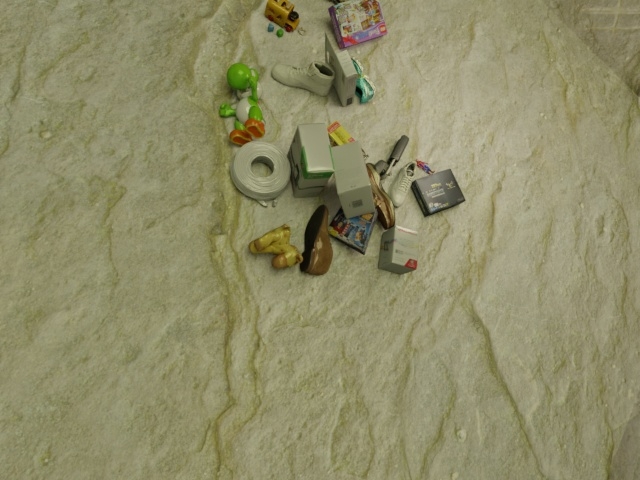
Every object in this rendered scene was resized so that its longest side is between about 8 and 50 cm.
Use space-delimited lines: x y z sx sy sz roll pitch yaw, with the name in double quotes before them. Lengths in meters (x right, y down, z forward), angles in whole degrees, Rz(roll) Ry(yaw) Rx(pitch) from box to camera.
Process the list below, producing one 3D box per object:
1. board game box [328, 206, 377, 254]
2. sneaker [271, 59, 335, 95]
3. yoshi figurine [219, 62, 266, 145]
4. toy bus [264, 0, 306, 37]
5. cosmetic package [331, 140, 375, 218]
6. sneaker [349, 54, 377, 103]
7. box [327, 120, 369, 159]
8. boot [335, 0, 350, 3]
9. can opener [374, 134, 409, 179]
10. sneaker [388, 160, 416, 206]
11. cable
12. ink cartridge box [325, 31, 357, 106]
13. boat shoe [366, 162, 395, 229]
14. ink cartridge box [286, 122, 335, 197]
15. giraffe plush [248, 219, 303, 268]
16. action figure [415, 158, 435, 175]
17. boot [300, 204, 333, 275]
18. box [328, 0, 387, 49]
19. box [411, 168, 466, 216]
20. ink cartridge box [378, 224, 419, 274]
"board game box" 0.156 -0.068 1.806 0.194 0.060 0.194 30 81 21
"sneaker" -0.075 -0.790 1.928 0.292 0.169 0.108 13 73 -13
"yoshi figurine" -0.336 -0.609 1.779 0.203 0.203 0.363 -1 69 -9
"toy bus" -0.171 -1.114 2.025 0.202 0.104 0.191 -16 80 -21
"cosmetic package" 0.133 -0.249 1.725 0.138 0.224 0.225 -15 65 6
"sneaker" 0.168 -0.803 2.050 0.109 0.107 0.275 -36 88 -15
"box" 0.118 -0.448 1.948 0.087 0.058 0.232 -42 89 -23
"boot" 0.078 -1.273 2.170 0.164 0.077 0.214 4 72 -15
"can opener" 0.344 -0.403 2.000 0.093 0.074 0.281 35 67 -5
"sneaker" 0.394 -0.271 1.968 0.090 0.095 0.235 24 70 -12
"cable" -0.255 -0.299 1.767 0.256 0.089 0.257 27 68 -9
"ink cartridge box" 0.091 -0.793 1.924 0.060 0.275 0.239 -21 82 -3
"boat shoe" 0.234 -0.194 1.889 0.119 0.123 0.324 -18 74 -14
"ink cartridge box" -0.049 -0.324 1.734 0.121 0.289 0.211 -7 77 -16
"giraffe plush" -0.162 0.040 1.663 0.210 0.181 0.171 -29 96 -6
"action figure" 0.523 -0.371 2.075 0.115 0.030 0.038 35 72 -4
"boot" 0.000 0.000 1.768 0.115 0.112 0.306 19 75 -29
"box" 0.197 -1.130 2.135 0.293 0.057 0.201 -28 109 -23
"box" 0.577 -0.236 2.035 0.232 0.059 0.184 -19 80 -22
"ink cartridge box" 0.349 0.043 1.840 0.128 0.127 0.177 16 70 -16
